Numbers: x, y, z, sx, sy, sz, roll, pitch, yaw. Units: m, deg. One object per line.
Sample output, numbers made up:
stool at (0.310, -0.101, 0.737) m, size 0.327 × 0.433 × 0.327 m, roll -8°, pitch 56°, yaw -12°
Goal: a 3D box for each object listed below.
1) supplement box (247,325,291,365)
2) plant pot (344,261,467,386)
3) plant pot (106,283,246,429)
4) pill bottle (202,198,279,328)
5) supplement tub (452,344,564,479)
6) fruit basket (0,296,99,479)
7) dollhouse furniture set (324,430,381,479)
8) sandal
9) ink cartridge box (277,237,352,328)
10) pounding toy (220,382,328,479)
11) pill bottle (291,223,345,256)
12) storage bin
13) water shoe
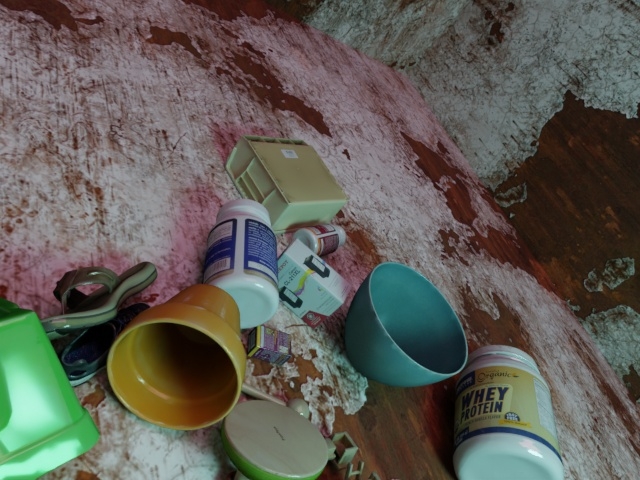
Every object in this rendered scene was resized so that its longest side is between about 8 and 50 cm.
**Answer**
supplement box at (-0.105, 0.216, 0.966) m, size 0.083 × 0.043 × 0.055 m, roll 24°, pitch 38°, yaw -25°
plant pot at (0.169, 0.224, 1.099) m, size 0.290 × 0.195 × 0.290 m, roll 27°, pitch 37°, yaw -23°
plant pot at (-0.216, 0.172, 0.787) m, size 0.205 × 0.205 × 0.188 m, roll 36°, pitch 19°, yaw -11°
pill bottle at (-0.166, 0.040, 0.991) m, size 0.153 × 0.153 × 0.265 m, roll 24°, pitch 36°, yaw -26°
supplement tub at (0.440, 0.431, 1.124) m, size 0.228 × 0.228 × 0.316 m, roll 38°, pitch 34°, yaw -8°
fruit basket at (-0.431, 0.269, 0.460) m, size 0.392 × 0.282 × 0.392 m, roll -12°, pitch 105°, yaw -52°
dollhouse furniture set at (-0.001, 0.439, 0.823) m, size 0.181 × 0.101 × 0.161 m, roll 11°, pitch 21°, yaw -38°
sandal at (-0.365, 0.080, 0.737) m, size 0.303 × 0.120 × 0.086 m, roll -76°, pitch 147°, yaw -75°
ink cartridge box at (-0.037, 0.101, 1.084) m, size 0.175 × 0.127 × 0.072 m, roll 40°, pitch 37°, yaw -3°
pounding toy at (-0.095, 0.359, 0.799) m, size 0.182 × 0.110 × 0.237 m, roll 20°, pitch 10°, yaw -14°
pill bottle at (0.000, 0.000, 1.265) m, size 0.152 × 0.086 × 0.086 m, roll -14°, pitch 63°, yaw -51°
storage bin at (-0.093, -0.163, 1.314) m, size 0.262 × 0.123 × 0.260 m, roll -9°, pitch 59°, yaw -49°
water shoe at (-0.336, 0.157, 0.763) m, size 0.073 × 0.080 × 0.203 m, roll 43°, pitch 34°, yaw -1°
